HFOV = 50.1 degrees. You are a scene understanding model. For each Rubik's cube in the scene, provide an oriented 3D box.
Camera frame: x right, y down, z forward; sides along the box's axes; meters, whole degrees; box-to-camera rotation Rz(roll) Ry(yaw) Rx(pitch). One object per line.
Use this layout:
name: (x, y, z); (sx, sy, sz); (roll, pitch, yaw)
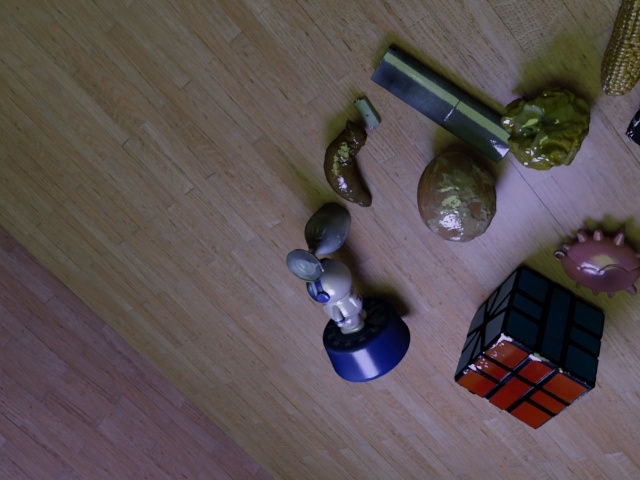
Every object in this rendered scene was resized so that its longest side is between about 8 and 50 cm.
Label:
Rubik's cube: (0.570, 0.294, 1.882); (0.283, 0.288, 0.294); (31, 135, -1)

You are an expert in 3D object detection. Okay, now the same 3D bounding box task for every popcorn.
popcorn: (0.499, -0.251, 1.526); (0.185, 0.167, 0.188); (1, 91, 55)

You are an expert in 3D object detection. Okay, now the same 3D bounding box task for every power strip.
power strip: (0.120, -0.329, 1.770); (0.040, 0.016, 0.090); (-18, 117, 40)

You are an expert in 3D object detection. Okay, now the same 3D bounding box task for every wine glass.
wine glass: (0.000, 0.000, 1.971); (0.126, 0.241, 0.127); (15, 133, 17)

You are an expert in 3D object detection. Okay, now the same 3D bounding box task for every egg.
egg: (0.337, -0.108, 1.714); (0.203, 0.203, 0.245); (-1, 128, 30)

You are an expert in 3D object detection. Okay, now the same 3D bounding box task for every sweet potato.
sweet potato: (0.070, -0.206, 1.856); (0.124, 0.098, 0.310); (7, 135, 15)

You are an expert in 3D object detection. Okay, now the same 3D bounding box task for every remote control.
remote control: (0.301, -0.326, 1.651); (0.377, 0.044, 0.107); (33, 139, 0)

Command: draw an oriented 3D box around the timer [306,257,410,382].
timer: (0.081, 0.211, 2.085); (0.270, 0.270, 0.384); (-10, 124, 35)

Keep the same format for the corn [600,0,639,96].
corn: (0.620, -0.417, 1.348); (0.101, 0.101, 0.292); (17, 133, 16)

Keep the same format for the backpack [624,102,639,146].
backpack: (0.712, -0.267, 1.424); (0.106, 0.120, 0.165); (50, 138, 13)

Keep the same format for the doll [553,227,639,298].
doll: (0.722, 0.061, 1.725); (0.261, 0.093, 0.211); (5, 127, 27)
